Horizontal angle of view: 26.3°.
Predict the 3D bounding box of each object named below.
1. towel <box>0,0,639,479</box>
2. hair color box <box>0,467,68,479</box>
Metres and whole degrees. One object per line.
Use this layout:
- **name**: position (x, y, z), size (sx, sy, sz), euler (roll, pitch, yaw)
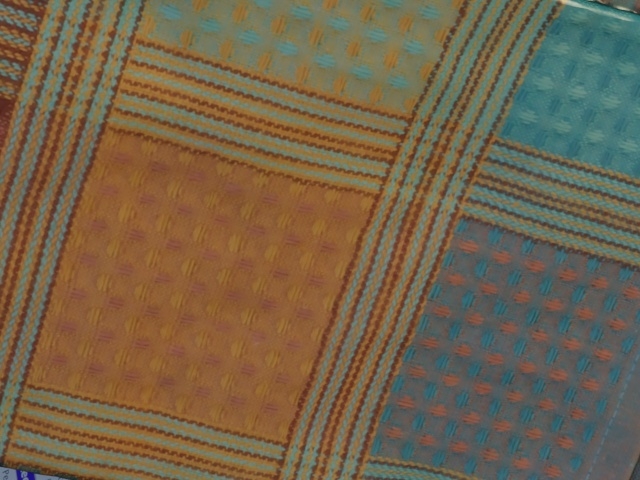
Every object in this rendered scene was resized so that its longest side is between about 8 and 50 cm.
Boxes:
- **towel**: position (0.000, 0.000, 0.553), size (0.040, 0.370, 0.271), euler (-112, 39, -64)
- **hair color box**: position (-0.153, 0.214, 0.866), size (0.339, 0.110, 0.185), euler (-28, 65, 24)
